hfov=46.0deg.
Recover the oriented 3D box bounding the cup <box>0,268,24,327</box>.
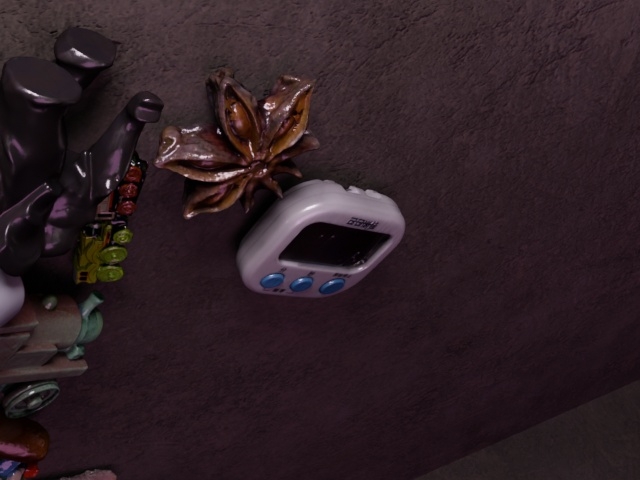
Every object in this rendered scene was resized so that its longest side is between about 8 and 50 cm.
[{"bbox_3d":[-0.418,0.074,0.821,0.136,0.133,0.099,2,114,15],"label":"cup"}]

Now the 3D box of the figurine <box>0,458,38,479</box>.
[{"bbox_3d":[-0.606,0.465,1.464,0.185,0.127,0.234,-35,140,-16],"label":"figurine"}]

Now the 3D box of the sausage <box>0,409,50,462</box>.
[{"bbox_3d":[-0.615,0.340,1.289,0.302,0.076,0.103,4,102,-34],"label":"sausage"}]

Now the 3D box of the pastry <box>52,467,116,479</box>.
[{"bbox_3d":[-0.563,0.573,1.652,0.265,0.103,0.112,-10,137,-28],"label":"pastry"}]

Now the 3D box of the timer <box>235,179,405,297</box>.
[{"bbox_3d":[0.000,0.001,1.248,0.262,0.087,0.237,9,134,-43],"label":"timer"}]

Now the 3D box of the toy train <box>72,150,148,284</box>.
[{"bbox_3d":[-0.292,-0.031,1.031,0.085,0.053,0.250,-1,139,-26],"label":"toy train"}]

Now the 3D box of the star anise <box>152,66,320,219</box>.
[{"bbox_3d":[-0.112,-0.130,0.986,0.220,0.099,0.214,-14,132,-10],"label":"star anise"}]

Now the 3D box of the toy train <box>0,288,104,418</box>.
[{"bbox_3d":[-0.438,0.144,1.057,0.221,0.150,0.304,-42,161,17],"label":"toy train"}]

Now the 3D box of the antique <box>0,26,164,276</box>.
[{"bbox_3d":[-0.350,-0.100,0.783,0.322,0.185,0.255,4,129,-38],"label":"antique"}]
